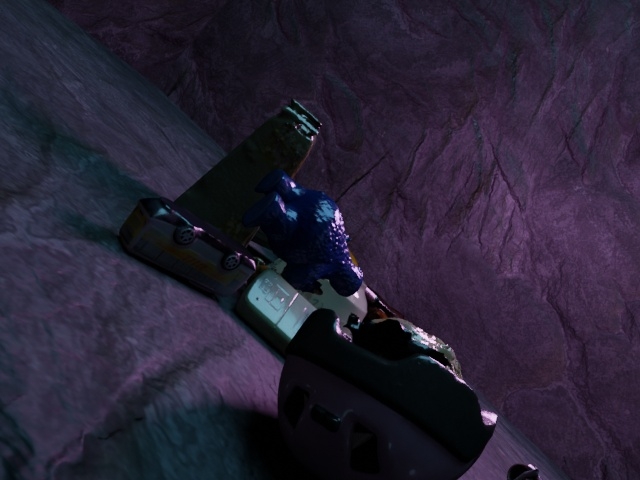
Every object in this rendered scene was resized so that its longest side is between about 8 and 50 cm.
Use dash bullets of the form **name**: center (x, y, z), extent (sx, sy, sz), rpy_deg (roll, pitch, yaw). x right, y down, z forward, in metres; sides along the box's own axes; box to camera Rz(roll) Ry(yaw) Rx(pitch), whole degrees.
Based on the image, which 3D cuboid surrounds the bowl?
- **bowl**: center (0.009, 0.095, 1.095), extent (0.238, 0.126, 0.238), rpy_deg (44, 2, -2)

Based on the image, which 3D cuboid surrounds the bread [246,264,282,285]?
- **bread**: center (-0.068, 0.090, 0.857), extent (0.074, 0.053, 0.132), rpy_deg (39, 5, -40)

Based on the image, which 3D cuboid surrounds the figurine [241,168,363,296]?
- **figurine**: center (-0.005, 0.003, 0.842), extent (0.121, 0.164, 0.262), rpy_deg (-11, -34, 37)

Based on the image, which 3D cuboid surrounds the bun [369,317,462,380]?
- **bun**: center (0.198, 0.255, 1.085), extent (0.287, 0.146, 0.287), rpy_deg (46, 2, -2)

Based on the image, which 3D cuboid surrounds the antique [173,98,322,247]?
- **antique**: center (-0.111, -0.111, 0.922), extent (0.150, 0.284, 0.125), rpy_deg (41, 4, -11)

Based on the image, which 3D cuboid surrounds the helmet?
- **helmet**: center (0.052, 0.170, 0.506), extent (0.198, 0.154, 0.253), rpy_deg (23, -26, 28)

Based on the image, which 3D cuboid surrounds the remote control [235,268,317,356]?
- **remote control**: center (-0.014, 0.139, 0.752), extent (0.233, 0.038, 0.098), rpy_deg (42, 34, -3)

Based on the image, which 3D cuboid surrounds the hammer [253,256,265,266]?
- **hammer**: center (-0.123, 0.054, 1.038), extent (0.029, 0.014, 0.123), rpy_deg (33, 8, -10)

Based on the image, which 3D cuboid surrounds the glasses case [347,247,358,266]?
- **glasses case**: center (-0.004, 0.045, 1.395), extent (0.173, 0.141, 0.371), rpy_deg (42, 4, -17)

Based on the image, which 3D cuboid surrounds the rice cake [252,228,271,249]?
- **rice cake**: center (-0.120, -0.021, 1.161), extent (0.237, 0.043, 0.127), rpy_deg (30, -21, -32)

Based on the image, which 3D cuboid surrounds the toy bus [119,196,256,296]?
- **toy bus**: center (-0.159, 0.012, 0.657), extent (0.172, 0.072, 0.057), rpy_deg (37, 6, -45)

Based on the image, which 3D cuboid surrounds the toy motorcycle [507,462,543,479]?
- **toy motorcycle**: center (0.406, 0.497, 1.014), extent (0.118, 0.084, 0.212), rpy_deg (52, 11, 15)

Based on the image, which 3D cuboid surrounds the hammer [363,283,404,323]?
- **hammer**: center (0.183, 0.251, 1.447), extent (0.242, 0.095, 0.409), rpy_deg (42, 6, -17)
